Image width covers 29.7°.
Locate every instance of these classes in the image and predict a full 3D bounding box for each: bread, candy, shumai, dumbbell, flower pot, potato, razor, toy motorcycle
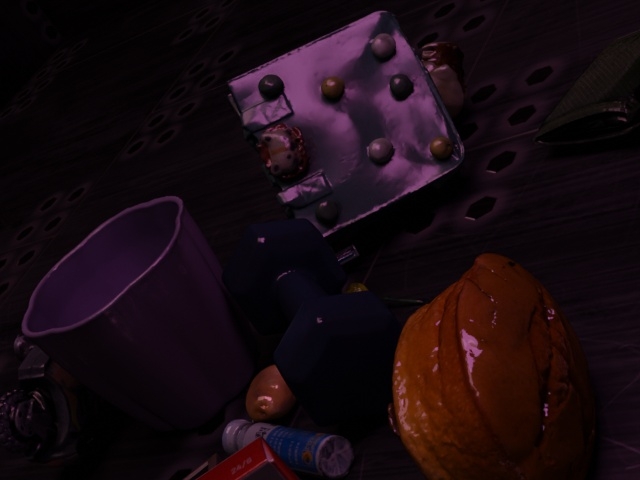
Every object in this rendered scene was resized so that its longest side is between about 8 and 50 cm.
[{"bbox_3d":[0.169,0.133,1.138,0.142,0.195,0.270,-35,21,26],"label":"bread"},{"bbox_3d":[0.081,0.074,1.540,0.123,0.035,0.035,0,48,41],"label":"candy"},{"bbox_3d":[0.121,-0.202,1.833,0.218,0.189,0.256,-3,22,22],"label":"shumai"},{"bbox_3d":[-0.009,0.090,1.457,0.159,0.144,0.325,-6,22,-17],"label":"dumbbell"},{"bbox_3d":[-0.218,0.110,1.607,0.265,0.243,0.265,-29,29,18],"label":"flower pot"},{"bbox_3d":[-0.061,0.190,1.482,0.068,0.062,0.083,-57,-10,27],"label":"potato"},{"bbox_3d":[0.002,0.003,1.743,0.068,0.037,0.191,-27,26,-4],"label":"razor"},{"bbox_3d":[-0.358,0.212,1.701,0.108,0.173,0.307,-10,28,24],"label":"toy motorcycle"}]

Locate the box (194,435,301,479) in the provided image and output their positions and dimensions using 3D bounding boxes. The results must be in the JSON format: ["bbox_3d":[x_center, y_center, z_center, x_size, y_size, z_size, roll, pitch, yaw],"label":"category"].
[{"bbox_3d":[-0.118,0.314,1.274,0.229,0.123,0.050,-34,30,4],"label":"box"}]

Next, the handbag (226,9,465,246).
[{"bbox_3d":[0.042,-0.155,1.665,0.274,0.269,0.100,-25,-7,-8],"label":"handbag"}]

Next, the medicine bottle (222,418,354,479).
[{"bbox_3d":[-0.041,0.238,1.386,0.191,0.051,0.051,0,44,51],"label":"medicine bottle"}]

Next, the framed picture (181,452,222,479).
[{"bbox_3d":[-0.214,0.344,1.391,0.250,0.016,0.184,-39,4,-2],"label":"framed picture"}]

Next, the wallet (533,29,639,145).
[{"bbox_3d":[0.395,-0.208,1.592,0.160,0.055,0.236,-9,31,50],"label":"wallet"}]
